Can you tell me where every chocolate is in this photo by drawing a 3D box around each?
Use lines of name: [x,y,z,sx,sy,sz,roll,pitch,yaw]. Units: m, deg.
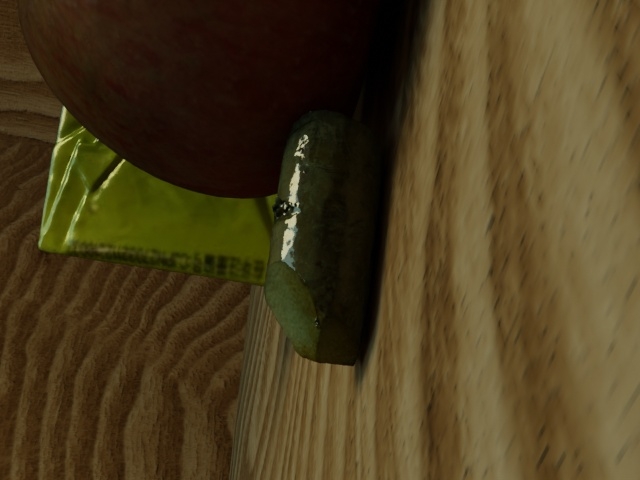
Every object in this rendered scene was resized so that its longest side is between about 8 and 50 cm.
chocolate: [-0.140,-0.106,0.936,0.137,0.301,0.289,28,-109,-83]

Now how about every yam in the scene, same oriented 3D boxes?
yam: [0.000,0.000,0.496,0.070,0.069,0.146,122,157,-75]

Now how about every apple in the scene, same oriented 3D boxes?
apple: [-0.084,-0.210,0.591,0.345,0.269,0.345,-166,90,-87]
